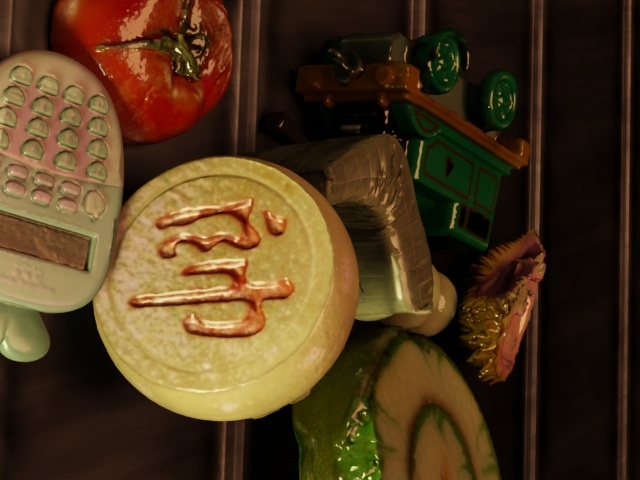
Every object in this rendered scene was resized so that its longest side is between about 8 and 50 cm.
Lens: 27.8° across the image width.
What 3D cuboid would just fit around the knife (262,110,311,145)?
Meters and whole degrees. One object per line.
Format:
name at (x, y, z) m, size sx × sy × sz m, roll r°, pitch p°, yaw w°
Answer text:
knife at (-0.008, -0.086, 1.639) m, size 0.230 × 0.028 × 0.060 m, roll 41°, pitch 62°, yaw -50°

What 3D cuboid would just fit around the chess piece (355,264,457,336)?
chess piece at (0.101, 0.062, 1.709) m, size 0.243 × 0.133 × 0.133 m, roll 33°, pitch 62°, yaw -56°

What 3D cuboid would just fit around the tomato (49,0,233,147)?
tomato at (-0.167, -0.211, 1.360) m, size 0.228 × 0.101 × 0.228 m, roll -3°, pitch 94°, yaw -56°

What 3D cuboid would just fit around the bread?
bread at (0.102, 0.296, 1.624) m, size 0.382 × 0.129 × 0.366 m, roll 56°, pitch 31°, yaw -27°

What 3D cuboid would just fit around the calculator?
calculator at (-0.274, -0.035, 1.223) m, size 0.185 × 0.041 × 0.298 m, roll 17°, pitch 75°, yaw -40°

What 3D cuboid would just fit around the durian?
durian at (0.246, 0.107, 1.874) m, size 0.341 × 0.112 × 0.191 m, roll -49°, pitch 156°, yaw -64°

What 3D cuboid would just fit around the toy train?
toy train at (0.124, -0.127, 1.698) m, size 0.429 × 0.178 × 0.249 m, roll 22°, pitch 75°, yaw -53°

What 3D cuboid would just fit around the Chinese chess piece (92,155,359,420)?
Chinese chess piece at (-0.095, 0.047, 1.304) m, size 0.112 × 0.270 × 0.270 m, roll 59°, pitch 40°, yaw -68°

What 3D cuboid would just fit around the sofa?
sofa at (0.000, 0.000, 1.488) m, size 0.176 × 0.210 × 0.225 m, roll -36°, pitch 118°, yaw -51°
